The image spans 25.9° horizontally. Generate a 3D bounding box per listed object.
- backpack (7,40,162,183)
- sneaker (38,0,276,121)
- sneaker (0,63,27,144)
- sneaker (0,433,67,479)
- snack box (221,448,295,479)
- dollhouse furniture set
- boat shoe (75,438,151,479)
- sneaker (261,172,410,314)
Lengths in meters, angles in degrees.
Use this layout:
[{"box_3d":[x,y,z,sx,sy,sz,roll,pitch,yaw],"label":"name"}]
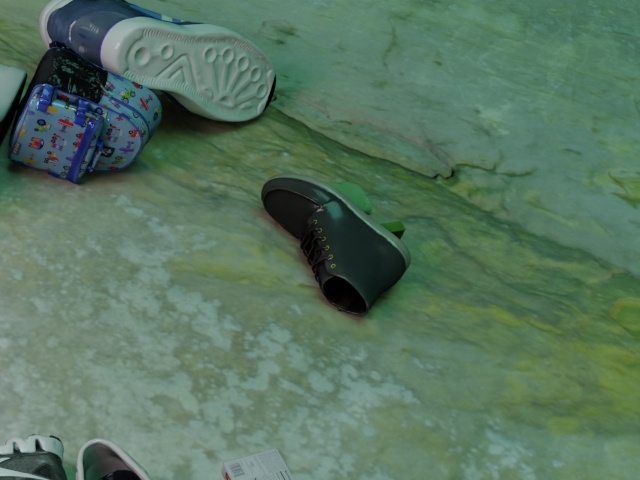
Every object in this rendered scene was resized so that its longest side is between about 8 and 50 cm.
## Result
[{"box_3d":[-0.298,-0.148,1.788,0.173,0.158,0.117,22,47,-18],"label":"backpack"},{"box_3d":[-0.241,-0.271,1.959,0.236,0.130,0.322,27,12,40],"label":"sneaker"},{"box_3d":[-0.460,-0.145,1.745,0.123,0.106,0.290,20,29,-10],"label":"sneaker"},{"box_3d":[-0.353,0.256,1.372,0.234,0.078,0.106,-4,44,-30],"label":"sneaker"},{"box_3d":[-0.038,0.290,1.428,0.064,0.022,0.178,-10,44,-25],"label":"snack box"},{"box_3d":[0.053,-0.045,1.893,0.076,0.059,0.152,-7,48,-30],"label":"dollhouse furniture set"},{"box_3d":[-0.180,0.281,1.340,0.096,0.088,0.267,-25,31,-6],"label":"boat shoe"},{"box_3d":[0.000,0.000,1.803,0.222,0.083,0.118,31,44,12],"label":"sneaker"}]
